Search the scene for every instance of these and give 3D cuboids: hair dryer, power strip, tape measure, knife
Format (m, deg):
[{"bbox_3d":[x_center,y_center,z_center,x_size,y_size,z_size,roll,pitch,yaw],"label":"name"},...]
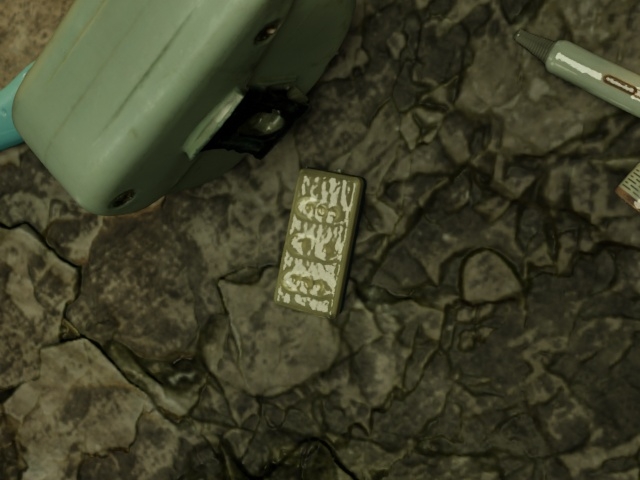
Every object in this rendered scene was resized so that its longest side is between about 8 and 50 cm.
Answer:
[{"bbox_3d":[0.228,-0.128,0.594,0.183,0.044,0.155,44,103,12],"label":"hair dryer"},{"bbox_3d":[0.000,0.000,0.678,0.056,0.032,0.123,13,98,14],"label":"power strip"},{"bbox_3d":[-0.079,-0.131,0.581,0.243,0.246,0.125,-44,80,27],"label":"tape measure"},{"bbox_3d":[-0.300,-0.117,0.763,0.222,0.031,0.064,-17,93,21],"label":"knife"}]
